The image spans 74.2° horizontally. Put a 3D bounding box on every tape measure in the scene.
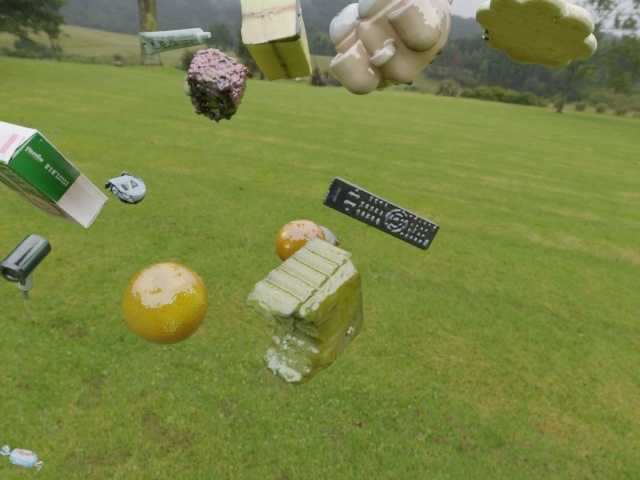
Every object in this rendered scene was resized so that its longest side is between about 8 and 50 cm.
[{"bbox_3d":[-0.552,-0.149,1.219,0.094,0.054,0.091,35,42,-3],"label":"tape measure"}]

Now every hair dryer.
[{"bbox_3d":[-0.656,0.081,0.940,0.057,0.197,0.100,25,41,-12],"label":"hair dryer"}]

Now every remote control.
[{"bbox_3d":[0.123,-0.051,0.836,0.245,0.063,0.025,24,17,-14],"label":"remote control"}]

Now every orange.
[{"bbox_3d":[-0.057,0.009,1.272,0.156,0.156,0.124,1,38,-2],"label":"orange"},{"bbox_3d":[-0.413,0.168,1.137,0.237,0.236,0.236,1,24,-1],"label":"orange"}]

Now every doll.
[{"bbox_3d":[0.093,-0.285,0.555,0.154,0.119,0.278,-32,25,27],"label":"doll"}]

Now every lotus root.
[{"bbox_3d":[0.000,0.000,1.697,0.209,0.120,0.120,37,16,-18],"label":"lotus root"}]

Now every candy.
[{"bbox_3d":[-0.600,0.436,0.853,0.083,0.030,0.020,30,9,-12],"label":"candy"}]

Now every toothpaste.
[{"bbox_3d":[-0.402,-0.557,1.175,0.218,0.064,0.041,2,49,18],"label":"toothpaste"}]

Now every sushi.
[{"bbox_3d":[-0.410,-0.581,1.620,0.237,0.170,0.270,14,-19,-14],"label":"sushi"}]

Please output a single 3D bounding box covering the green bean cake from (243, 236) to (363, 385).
[{"bbox_3d":[-0.021,0.145,0.837,0.124,0.236,0.233,26,49,34],"label":"green bean cake"}]

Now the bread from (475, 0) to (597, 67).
[{"bbox_3d":[0.546,-0.544,1.085,0.316,0.054,0.316,28,3,-2],"label":"bread"}]

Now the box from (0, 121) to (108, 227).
[{"bbox_3d":[-0.510,-0.117,0.769,0.135,0.199,0.081,16,66,22],"label":"box"}]

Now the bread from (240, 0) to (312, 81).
[{"bbox_3d":[-0.123,-0.607,1.258,0.168,0.163,0.264,-4,-2,6],"label":"bread"}]
